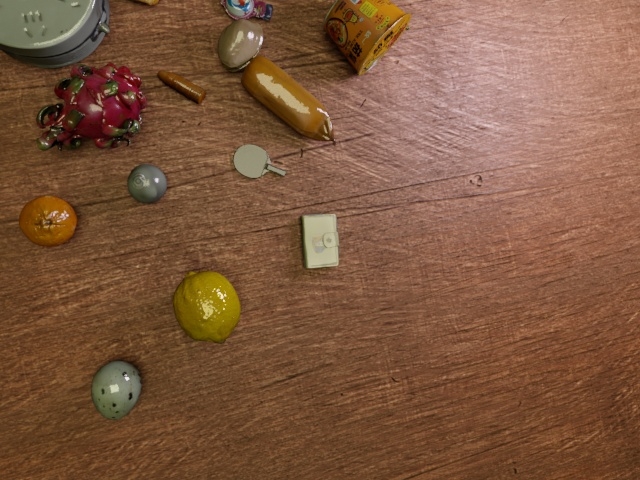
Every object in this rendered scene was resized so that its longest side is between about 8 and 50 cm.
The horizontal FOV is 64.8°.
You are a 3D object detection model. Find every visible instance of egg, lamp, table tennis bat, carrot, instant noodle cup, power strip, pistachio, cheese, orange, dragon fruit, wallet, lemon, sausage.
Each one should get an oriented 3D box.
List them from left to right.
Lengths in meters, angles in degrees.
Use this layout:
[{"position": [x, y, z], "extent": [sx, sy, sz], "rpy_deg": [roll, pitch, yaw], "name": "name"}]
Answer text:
[{"position": [-0.710, -0.621, 1.271], "extent": [0.356, 0.161, 0.358], "rpy_deg": [0, 91, -11], "name": "power strip"}, {"position": [-0.707, -0.050, 1.308], "extent": [0.135, 0.117, 0.136], "rpy_deg": [1, 84, -11], "name": "orange"}, {"position": [-0.587, -0.339, 1.297], "extent": [0.272, 0.219, 0.198], "rpy_deg": [-10, 48, -6], "name": "dragon fruit"}, {"position": [-0.547, 0.401, 1.349], "extent": [0.131, 0.131, 0.164], "rpy_deg": [12, 112, -11], "name": "egg"}, {"position": [-0.467, -0.153, 1.358], "extent": [0.105, 0.105, 0.105], "rpy_deg": [0, 91, -11], "name": "lamp"}, {"position": [-0.388, -0.431, 1.395], "extent": [0.139, 0.048, 0.048], "rpy_deg": [28, 86, -9], "name": "carrot"}, {"position": [-0.308, 0.178, 1.362], "extent": [0.193, 0.180, 0.181], "rpy_deg": [39, 84, -10], "name": "lemon"}, {"position": [-0.224, -0.541, 1.396], "extent": [0.113, 0.113, 0.149], "rpy_deg": [25, 96, -10], "name": "pistachio"}, {"position": [-0.209, -0.665, 1.428], "extent": [0.144, 0.038, 0.096], "rpy_deg": [12, 89, -10], "name": "cheese"}, {"position": [-0.175, -0.220, 1.457], "extent": [0.157, 0.014, 0.095], "rpy_deg": [20, 86, -9], "name": "table tennis bat"}, {"position": [-0.076, -0.384, 1.427], "extent": [0.328, 0.112, 0.112], "rpy_deg": [38, 84, -10], "name": "sausage"}, {"position": [0.000, 0.000, 1.482], "extent": [0.110, 0.039, 0.155], "rpy_deg": [-4, 92, -7], "name": "wallet"}, {"position": [0.122, -0.603, 1.417], "extent": [0.172, 0.216, 0.216], "rpy_deg": [44, 83, 0], "name": "instant noodle cup"}]

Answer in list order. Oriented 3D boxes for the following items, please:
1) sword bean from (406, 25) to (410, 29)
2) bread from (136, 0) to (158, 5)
[{"position": [0.232, -0.650, 1.527], "extent": [0.083, 0.012, 0.012], "rpy_deg": [5, 90, -9], "name": "sword bean"}, {"position": [-0.489, -0.689, 1.373], "extent": [0.110, 0.044, 0.083], "rpy_deg": [14, 85, -12], "name": "bread"}]
